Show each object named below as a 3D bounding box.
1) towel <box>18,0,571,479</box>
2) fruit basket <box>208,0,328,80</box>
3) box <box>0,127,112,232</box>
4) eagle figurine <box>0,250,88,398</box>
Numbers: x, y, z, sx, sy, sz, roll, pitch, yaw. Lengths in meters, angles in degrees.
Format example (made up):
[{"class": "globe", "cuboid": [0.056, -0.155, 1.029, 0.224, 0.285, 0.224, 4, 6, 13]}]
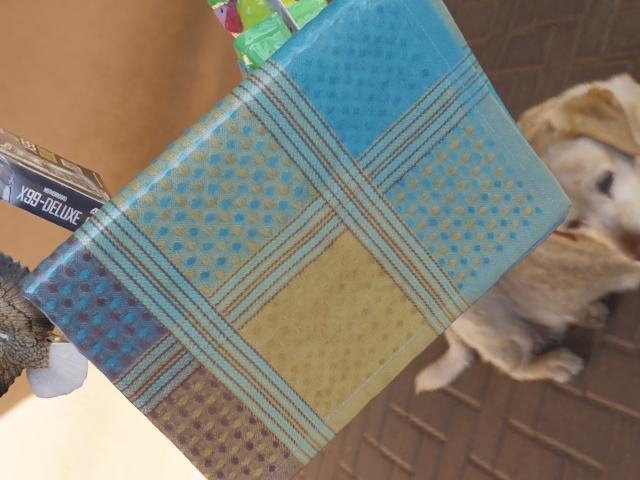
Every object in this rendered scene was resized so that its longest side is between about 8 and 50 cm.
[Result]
[{"class": "towel", "cuboid": [0.000, 0.000, 0.749, 0.370, 0.271, 0.040, -43, 25, -10]}, {"class": "fruit basket", "cuboid": [-0.096, -0.320, 1.548, 0.165, 0.353, 0.327, -37, -22, -11]}, {"class": "box", "cuboid": [-0.511, -0.109, 1.806, 0.076, 0.242, 0.307, -61, 25, 5]}, {"class": "eagle figurine", "cuboid": [-0.502, 0.133, 1.485, 0.298, 0.225, 0.226, 41, -140, -77]}]
